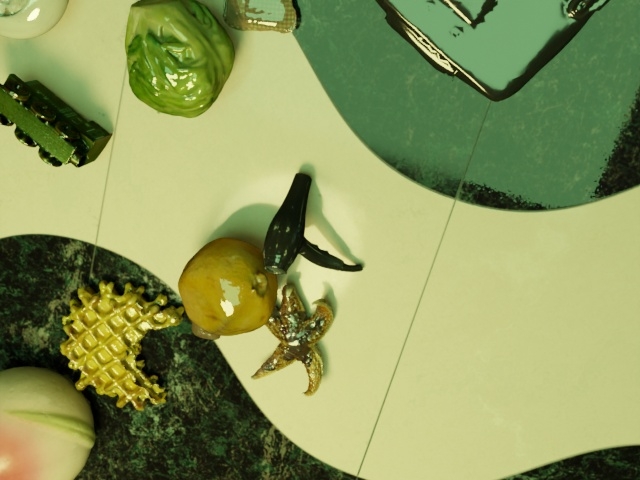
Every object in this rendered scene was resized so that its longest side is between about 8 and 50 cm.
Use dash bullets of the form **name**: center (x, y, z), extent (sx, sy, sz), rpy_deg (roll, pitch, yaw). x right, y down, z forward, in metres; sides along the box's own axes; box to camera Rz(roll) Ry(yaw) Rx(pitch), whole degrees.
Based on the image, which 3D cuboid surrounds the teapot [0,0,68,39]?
- **teapot**: center (-0.559, -0.455, 1.528), extent (0.204, 0.139, 0.298), rpy_deg (37, 113, -6)

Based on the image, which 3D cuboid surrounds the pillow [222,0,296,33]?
- **pillow**: center (-0.103, -0.470, 1.482), extent (0.135, 0.034, 0.211), rpy_deg (7, 111, 11)

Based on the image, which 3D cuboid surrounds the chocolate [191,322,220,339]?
- **chocolate**: center (-0.232, 0.161, 1.757), extent (0.065, 0.031, 0.100), rpy_deg (15, 112, 1)

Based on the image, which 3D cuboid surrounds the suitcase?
- **suitcase**: center (0.262, -0.424, 1.338), extent (0.345, 0.188, 0.339), rpy_deg (41, 112, -7)

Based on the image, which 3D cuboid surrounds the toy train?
- **toy train**: center (-0.517, -0.226, 1.611), extent (0.225, 0.137, 0.090), rpy_deg (40, 112, 0)

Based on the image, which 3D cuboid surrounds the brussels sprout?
- **brussels sprout**: center (-0.257, -0.325, 1.510), extent (0.223, 0.161, 0.223), rpy_deg (15, 117, 31)

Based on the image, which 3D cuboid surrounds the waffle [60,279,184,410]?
- **waffle**: center (-0.431, 0.222, 1.803), extent (0.260, 0.069, 0.293), rpy_deg (14, 112, 5)

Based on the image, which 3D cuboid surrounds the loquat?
- **loquat**: center (-0.177, 0.089, 1.631), extent (0.234, 0.176, 0.187), rpy_deg (-20, 80, 52)

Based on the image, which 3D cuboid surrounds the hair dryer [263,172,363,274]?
- **hair dryer**: center (0.000, 0.000, 1.614), extent (0.219, 0.195, 0.075), rpy_deg (29, 158, -30)

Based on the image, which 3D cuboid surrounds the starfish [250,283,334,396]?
- **starfish**: center (-0.056, 0.202, 1.720), extent (0.216, 0.071, 0.238), rpy_deg (-24, 94, 25)

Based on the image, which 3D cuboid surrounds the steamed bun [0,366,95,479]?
- **steamed bun**: center (-0.648, 0.434, 1.812), extent (0.309, 0.309, 0.309), rpy_deg (4, 112, 10)
